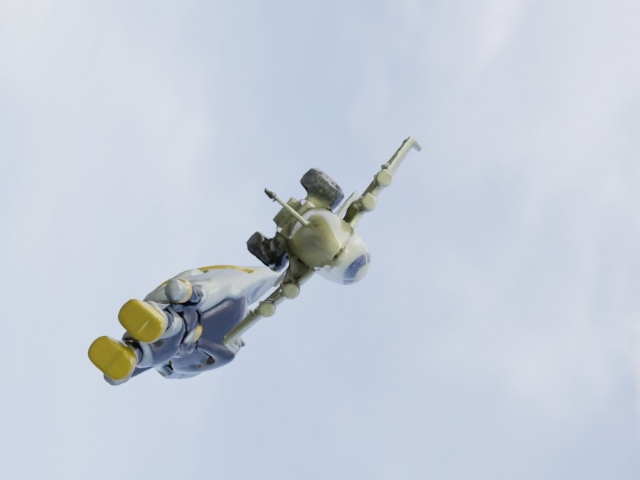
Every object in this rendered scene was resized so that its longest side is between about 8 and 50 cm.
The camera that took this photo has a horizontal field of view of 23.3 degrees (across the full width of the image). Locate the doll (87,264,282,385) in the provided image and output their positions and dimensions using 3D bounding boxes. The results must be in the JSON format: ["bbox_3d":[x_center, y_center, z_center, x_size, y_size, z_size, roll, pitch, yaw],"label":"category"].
[{"bbox_3d":[-0.140,0.091,1.592,0.103,0.316,0.145,18,-83,15],"label":"doll"}]

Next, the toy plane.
[{"bbox_3d":[0.000,0.000,1.296,0.242,0.104,0.256,-47,175,-1],"label":"toy plane"}]
